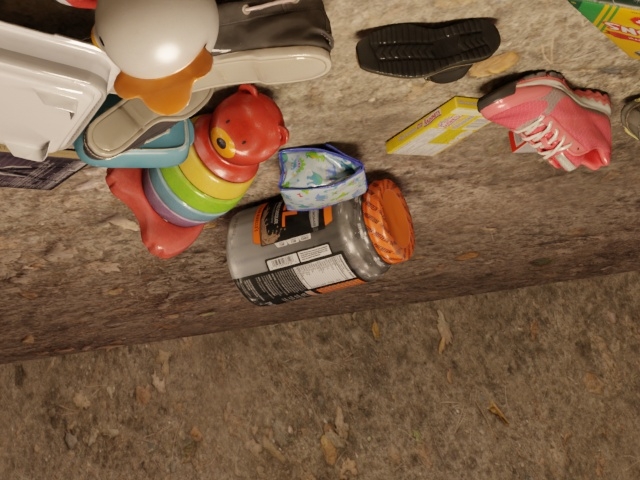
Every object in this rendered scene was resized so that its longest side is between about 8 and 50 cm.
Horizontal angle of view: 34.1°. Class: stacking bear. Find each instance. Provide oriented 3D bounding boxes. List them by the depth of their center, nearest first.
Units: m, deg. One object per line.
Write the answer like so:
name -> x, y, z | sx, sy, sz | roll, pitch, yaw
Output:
stacking bear -> -0.165, -0.123, 1.586 | 0.289, 0.175, 0.164 | -35, 177, 41

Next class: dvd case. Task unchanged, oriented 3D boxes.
dvd case -> -0.499, -0.118, 1.669 | 0.221, 0.018, 0.164 | 2, 164, -40

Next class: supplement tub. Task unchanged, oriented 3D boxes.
supplement tub -> 0.000, 0.000, 2.056 | 0.338, 0.207, 0.207 | -16, 165, 25

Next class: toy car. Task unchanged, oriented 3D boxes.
toy car -> -0.177, -0.226, 0.977 | 0.210, 0.238, 0.219 | -12, 165, 15

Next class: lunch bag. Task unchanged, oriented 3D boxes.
lunch bag -> 0.006, -0.111, 1.849 | 0.151, 0.096, 0.129 | 0, 166, 6

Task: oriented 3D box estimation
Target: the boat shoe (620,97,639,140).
boat shoe -> 0.652, -0.209, 1.864 | 0.305, 0.091, 0.109 | -2, 123, -41

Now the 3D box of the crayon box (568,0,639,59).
crayon box -> 0.463, -0.275, 1.316 | 0.202, 0.081, 0.318 | 21, -175, 35

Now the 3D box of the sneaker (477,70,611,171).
sneaker -> 0.385, -0.184, 1.702 | 0.314, 0.136, 0.116 | 4, 160, -41

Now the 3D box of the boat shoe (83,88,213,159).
boat shoe -> -0.235, -0.171, 1.404 | 0.206, 0.075, 0.065 | -37, -175, -30

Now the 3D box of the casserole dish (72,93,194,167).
casserole dish -> -0.258, -0.160, 1.448 | 0.188, 0.114, 0.037 | -2, 165, -27

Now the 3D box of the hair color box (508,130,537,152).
hair color box -> 0.422, -0.190, 1.892 | 0.141, 0.043, 0.072 | -2, 165, -20

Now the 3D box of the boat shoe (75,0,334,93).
boat shoe -> -0.151, -0.242, 1.278 | 0.335, 0.095, 0.112 | -3, 163, -1

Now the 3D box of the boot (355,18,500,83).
boot -> 0.137, -0.244, 1.455 | 0.198, 0.076, 0.137 | -5, 171, -11

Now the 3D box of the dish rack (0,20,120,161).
dish rack -> -0.420, -0.178, 1.219 | 0.333, 0.072, 0.285 | 12, 163, -23

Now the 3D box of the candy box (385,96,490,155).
candy box -> 0.211, -0.192, 1.789 | 0.105, 0.027, 0.206 | 3, 162, -31
